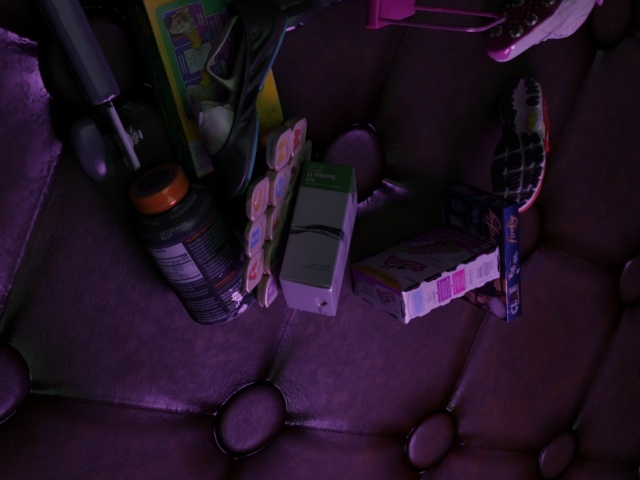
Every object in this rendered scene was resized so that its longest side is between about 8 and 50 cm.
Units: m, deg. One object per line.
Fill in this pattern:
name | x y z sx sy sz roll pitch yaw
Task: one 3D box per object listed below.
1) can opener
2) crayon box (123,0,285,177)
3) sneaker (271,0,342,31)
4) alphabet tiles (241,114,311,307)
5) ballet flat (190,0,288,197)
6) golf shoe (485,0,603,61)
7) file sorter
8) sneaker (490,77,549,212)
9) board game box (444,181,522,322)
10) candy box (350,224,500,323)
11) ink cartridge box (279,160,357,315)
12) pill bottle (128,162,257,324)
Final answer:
can opener | -0.319 -0.208 1.107 0.093 0.074 0.280 -29 122 -23
crayon box | -0.163 -0.253 1.196 0.165 0.081 0.278 -28 122 -25
sneaker | 0.000 -0.403 1.243 0.267 0.101 0.106 -36 106 -33
alphabet tiles | -0.060 -0.045 1.273 0.278 0.021 0.284 -49 148 -63
ballet flat | -0.126 -0.204 1.137 0.096 0.095 0.280 13 90 -28
golf shoe | 0.438 -0.423 1.541 0.306 0.115 0.140 -44 130 -12
file sorter | 0.191 -0.470 1.211 0.202 0.182 0.291 -42 138 -58
sneaker | 0.406 -0.177 1.574 0.118 0.107 0.279 31 64 -48
board game box | 0.317 0.021 1.589 0.042 0.165 0.243 -22 119 -27
candy box | 0.196 0.057 1.521 0.233 0.159 0.071 -24 118 -27
ink cartridge box | 0.000 0.000 1.314 0.153 0.087 0.208 82 18 -67
pill bottle | -0.195 0.003 1.240 0.130 0.130 0.246 -38 126 -18
